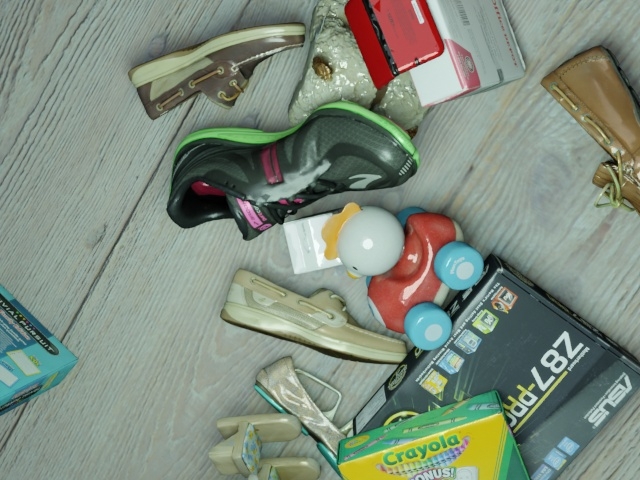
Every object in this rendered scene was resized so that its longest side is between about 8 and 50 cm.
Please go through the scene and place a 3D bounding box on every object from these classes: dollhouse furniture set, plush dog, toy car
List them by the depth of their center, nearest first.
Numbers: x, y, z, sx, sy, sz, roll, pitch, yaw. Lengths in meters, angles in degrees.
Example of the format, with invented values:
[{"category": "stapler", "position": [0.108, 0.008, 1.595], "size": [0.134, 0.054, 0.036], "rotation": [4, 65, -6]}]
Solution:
[{"category": "toy car", "position": [0.094, 0.030, 1.384], "size": [0.238, 0.219, 0.210], "rotation": [20, 104, -23]}, {"category": "plush dog", "position": [0.085, -0.267, 1.427], "size": [0.226, 0.210, 0.262], "rotation": [13, 100, -12]}, {"category": "dollhouse furniture set", "position": [-0.029, 0.547, 1.442], "size": [0.257, 0.362, 0.394], "rotation": [-7, 132, 15]}]

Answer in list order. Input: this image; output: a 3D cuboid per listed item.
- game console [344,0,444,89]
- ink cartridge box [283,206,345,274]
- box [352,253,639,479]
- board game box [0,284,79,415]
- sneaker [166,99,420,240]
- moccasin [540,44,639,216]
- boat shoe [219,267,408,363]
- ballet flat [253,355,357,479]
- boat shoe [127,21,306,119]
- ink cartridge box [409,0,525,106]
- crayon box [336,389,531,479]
[{"category": "game console", "position": [0.109, -0.318, 1.289], "size": [0.124, 0.085, 0.144], "rotation": [-23, 90, 13]}, {"category": "ink cartridge box", "position": [0.000, 0.000, 1.486], "size": [0.090, 0.143, 0.092], "rotation": [-13, 94, 14]}, {"category": "box", "position": [0.293, 0.268, 1.446], "size": [0.318, 0.097, 0.395], "rotation": [36, 104, -9]}, {"category": "board game box", "position": [-0.631, 0.199, 1.558], "size": [0.254, 0.336, 0.079], "rotation": [43, 104, 5]}, {"category": "sneaker", "position": [-0.054, -0.092, 1.407], "size": [0.483, 0.185, 0.202], "rotation": [-7, 51, 35]}, {"category": "moccasin", "position": [0.483, -0.121, 1.362], "size": [0.147, 0.139, 0.380], "rotation": [-32, 88, 16]}, {"category": "boat shoe", "position": [-0.001, 0.137, 1.514], "size": [0.341, 0.121, 0.110], "rotation": [17, 77, -2]}, {"category": "ballet flat", "position": [0.018, 0.333, 1.549], "size": [0.106, 0.107, 0.316], "rotation": [-43, 88, -13]}, {"category": "boat shoe", "position": [-0.173, -0.292, 1.510], "size": [0.342, 0.123, 0.123], "rotation": [-14, 101, 18]}, {"category": "ink cartridge box", "position": [0.222, -0.308, 1.355], "size": [0.092, 0.218, 0.158], "rotation": [-18, 93, 41]}, {"category": "crayon box", "position": [0.184, 0.369, 1.388], "size": [0.279, 0.081, 0.165], "rotation": [-20, 105, 9]}]
